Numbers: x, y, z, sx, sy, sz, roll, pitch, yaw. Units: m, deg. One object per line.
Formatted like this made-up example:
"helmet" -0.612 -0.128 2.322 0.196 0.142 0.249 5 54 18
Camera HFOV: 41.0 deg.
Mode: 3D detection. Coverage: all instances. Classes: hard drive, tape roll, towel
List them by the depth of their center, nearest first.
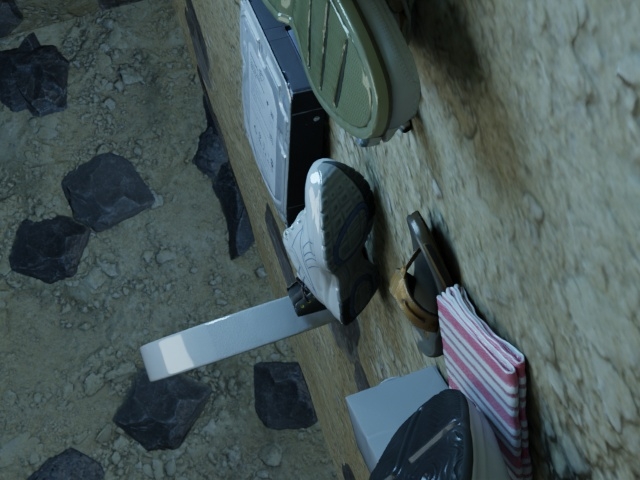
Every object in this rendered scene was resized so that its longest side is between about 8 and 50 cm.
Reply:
"towel" 0.168 0.155 0.852 0.144 0.029 0.197 -126 20 -56
"hard drive" -0.065 -0.205 1.358 0.339 0.064 0.236 98 153 -57
"tape roll" -0.140 0.171 1.601 0.392 0.392 0.072 131 121 -80

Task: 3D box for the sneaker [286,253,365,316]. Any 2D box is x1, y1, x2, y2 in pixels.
"sneaker" 0.006 0.057 1.342 0.222 0.118 0.083 86 164 -57

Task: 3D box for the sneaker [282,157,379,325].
"sneaker" 0.000 0.000 1.165 0.129 0.111 0.297 30 148 26

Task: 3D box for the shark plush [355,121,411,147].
"shark plush" 0.042 -0.169 0.842 0.073 0.067 0.161 114 138 -77

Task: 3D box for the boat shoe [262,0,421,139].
"boat shoe" 0.030 -0.201 0.742 0.113 0.103 0.302 99 155 -43

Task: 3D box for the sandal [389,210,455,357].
"sandal" 0.104 0.060 0.934 0.219 0.060 0.090 84 165 -53

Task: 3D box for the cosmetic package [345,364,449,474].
"cosmetic package" 0.128 0.265 0.991 0.238 0.127 0.107 -119 14 -59

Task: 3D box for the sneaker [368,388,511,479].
"sneaker" 0.163 0.343 0.718 0.169 0.258 0.447 -49 18 31
